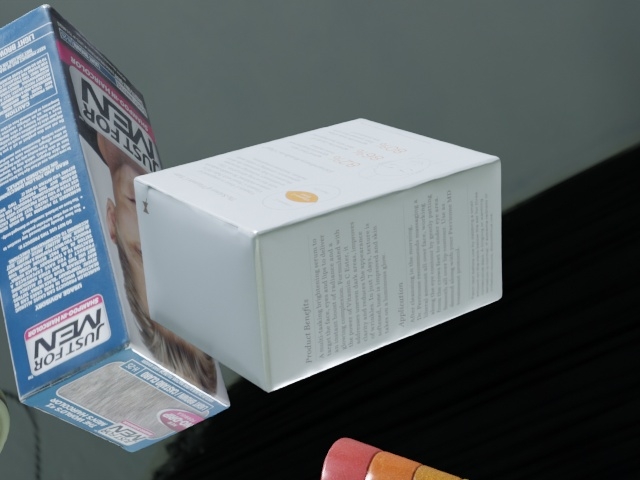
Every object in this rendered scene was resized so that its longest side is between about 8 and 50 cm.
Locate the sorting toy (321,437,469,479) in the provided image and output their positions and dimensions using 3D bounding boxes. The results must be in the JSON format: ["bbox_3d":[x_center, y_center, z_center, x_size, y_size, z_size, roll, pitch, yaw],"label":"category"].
[{"bbox_3d":[0.052,0.260,0.734,0.366,0.126,0.127,-70,145,-55],"label":"sorting toy"}]

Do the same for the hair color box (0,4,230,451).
[{"bbox_3d":[-0.197,-0.012,1.026,0.174,0.105,0.347,44,23,-58],"label":"hair color box"}]

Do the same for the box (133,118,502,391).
[{"bbox_3d":[0.000,0.000,0.691,0.170,0.130,0.091,-18,116,-32],"label":"box"}]

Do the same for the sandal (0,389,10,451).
[{"bbox_3d":[-0.314,0.219,0.936,0.120,0.303,0.086,4,35,-34],"label":"sandal"}]
